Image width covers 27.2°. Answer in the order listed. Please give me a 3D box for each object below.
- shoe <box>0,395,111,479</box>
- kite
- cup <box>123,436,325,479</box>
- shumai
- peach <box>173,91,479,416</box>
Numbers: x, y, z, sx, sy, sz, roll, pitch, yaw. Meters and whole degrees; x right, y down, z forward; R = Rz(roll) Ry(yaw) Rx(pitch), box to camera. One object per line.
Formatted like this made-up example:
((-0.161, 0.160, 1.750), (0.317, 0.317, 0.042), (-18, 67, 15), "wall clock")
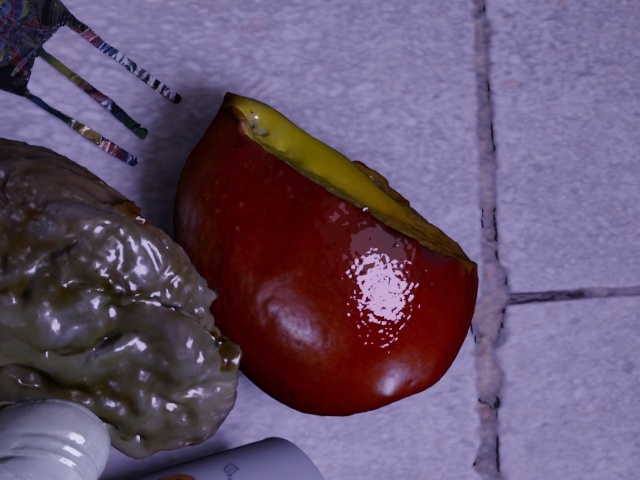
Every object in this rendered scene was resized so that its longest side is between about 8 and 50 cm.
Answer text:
((-0.323, 0.239, 1.076), (0.316, 0.159, 0.124), (-19, 129, 6), "shoe")
((-0.265, -0.181, 1.284), (0.285, 0.015, 0.152), (34, 72, -25), "kite")
((-0.157, 0.322, 1.220), (0.317, 0.212, 0.212), (-11, 94, -29), "cup")
((-0.257, 0.097, 1.161), (0.283, 0.217, 0.346), (-43, 112, -26), "shumai")
((0.000, 0.000, 1.302), (0.281, 0.281, 0.338), (-22, 95, -30), "peach")
